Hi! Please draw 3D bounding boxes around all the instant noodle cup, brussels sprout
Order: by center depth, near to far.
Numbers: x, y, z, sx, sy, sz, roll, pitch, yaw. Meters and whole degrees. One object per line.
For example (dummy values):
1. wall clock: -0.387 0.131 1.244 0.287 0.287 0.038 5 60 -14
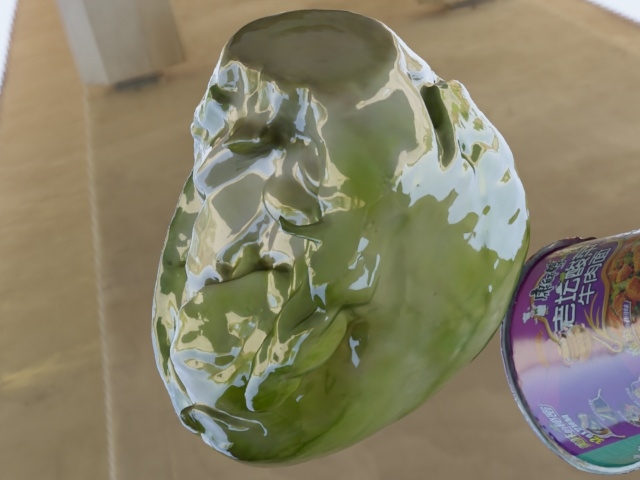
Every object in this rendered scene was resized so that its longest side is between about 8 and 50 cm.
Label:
1. brussels sprout: 0.006 -0.001 0.474 0.145 0.183 0.131 -8 -139 -42
2. instant noodle cup: 0.330 0.093 1.182 0.251 0.251 0.190 -34 -177 -35
